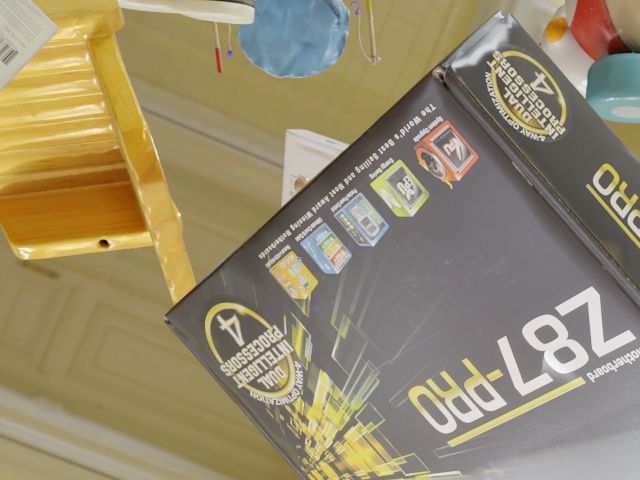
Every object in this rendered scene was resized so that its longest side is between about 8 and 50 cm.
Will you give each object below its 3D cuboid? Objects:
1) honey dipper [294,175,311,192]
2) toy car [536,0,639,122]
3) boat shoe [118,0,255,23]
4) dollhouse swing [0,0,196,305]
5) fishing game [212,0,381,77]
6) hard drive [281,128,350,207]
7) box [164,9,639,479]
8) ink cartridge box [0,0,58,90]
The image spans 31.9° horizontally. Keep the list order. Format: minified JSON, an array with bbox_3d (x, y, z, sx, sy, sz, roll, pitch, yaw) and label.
[{"bbox_3d":[0.056,-0.044,0.993,0.030,0.160,0.031,4,90,-80],"label":"honey dipper"},{"bbox_3d":[0.266,-0.191,1.041,0.238,0.210,0.219,-10,-111,55],"label":"toy car"},{"bbox_3d":[-0.236,-0.366,1.532,0.116,0.319,0.099,-12,113,-77],"label":"boat shoe"},{"bbox_3d":[-0.301,-0.073,1.236,0.347,0.315,0.305,82,2,-48],"label":"dollhouse swing"},{"bbox_3d":[-0.044,-0.340,1.789,0.041,0.264,0.189,96,-15,-73],"label":"fishing game"},{"bbox_3d":[0.000,0.000,1.706,0.203,0.040,0.308,26,-63,54],"label":"hard drive"},{"bbox_3d":[0.093,0.079,0.788,0.097,0.318,0.395,-45,-176,-41],"label":"box"},{"bbox_3d":[-0.355,-0.163,1.011,0.127,0.128,0.176,-12,-144,57],"label":"ink cartridge box"}]
